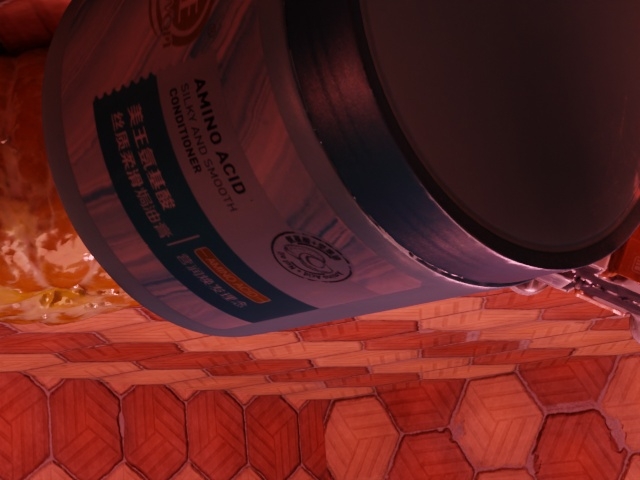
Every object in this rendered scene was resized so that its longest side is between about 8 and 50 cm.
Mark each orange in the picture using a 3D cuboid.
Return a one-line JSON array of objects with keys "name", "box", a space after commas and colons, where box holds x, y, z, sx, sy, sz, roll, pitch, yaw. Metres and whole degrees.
[{"name": "orange", "box": [-0.250, -0.053, 1.529, 0.329, 0.249, 0.329, -12, 167, -3]}]

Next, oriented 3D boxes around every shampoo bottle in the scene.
[{"name": "shampoo bottle", "box": [0.020, -0.110, 1.165, 0.331, 0.331, 0.343, 7, 165, -42]}]

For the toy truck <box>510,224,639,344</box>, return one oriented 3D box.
[{"name": "toy truck", "box": [0.422, 0.011, 2.020, 0.388, 0.206, 0.173, 23, 164, -5]}]
